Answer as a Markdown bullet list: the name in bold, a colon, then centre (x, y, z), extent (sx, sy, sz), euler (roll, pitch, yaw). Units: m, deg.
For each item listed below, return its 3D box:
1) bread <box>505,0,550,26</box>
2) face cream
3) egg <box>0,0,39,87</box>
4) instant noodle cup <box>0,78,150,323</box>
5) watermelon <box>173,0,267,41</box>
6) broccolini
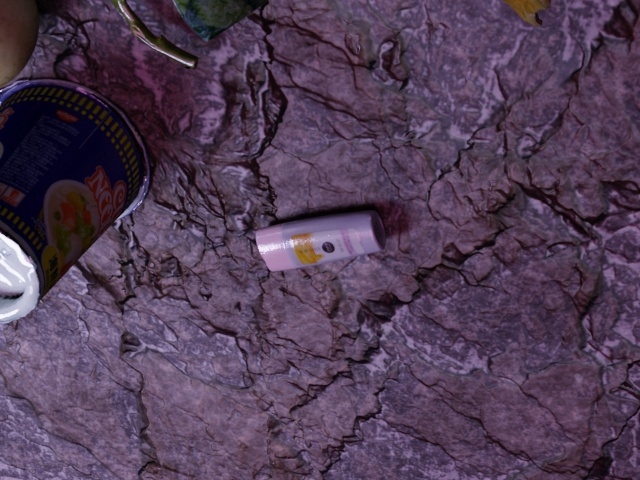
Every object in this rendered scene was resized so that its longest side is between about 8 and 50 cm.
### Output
- **bread**: centre (0.180, -0.384, 1.064), extent (0.252, 0.196, 0.238), euler (25, 128, -1)
- **face cream**: centre (0.000, 0.000, 1.499), extent (0.198, 0.057, 0.084), euler (-12, 122, 23)
- **egg**: centre (-0.524, -0.324, 1.294), extent (0.295, 0.218, 0.218), euler (37, 128, -1)
- **instant noodle cup**: centre (-0.439, -0.051, 1.418), extent (0.284, 0.312, 0.284), euler (8, 128, 10)
- **watermelon**: centre (-0.145, -0.383, 1.169), extent (0.201, 0.261, 0.212), euler (11, 139, 44)
- **broccolini**: centre (-0.241, -0.350, 1.292), extent (0.123, 0.062, 0.271), euler (-23, 113, 46)
